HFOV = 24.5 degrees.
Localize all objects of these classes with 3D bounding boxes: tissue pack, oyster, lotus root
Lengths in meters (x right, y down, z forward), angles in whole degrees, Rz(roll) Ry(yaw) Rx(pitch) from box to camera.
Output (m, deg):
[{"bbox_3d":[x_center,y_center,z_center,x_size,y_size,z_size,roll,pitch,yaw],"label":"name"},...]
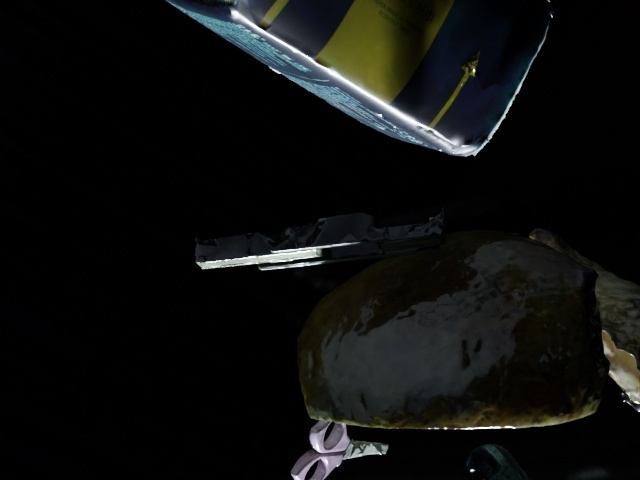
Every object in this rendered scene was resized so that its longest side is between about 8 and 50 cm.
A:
[{"bbox_3d":[0.031,-0.301,1.766,0.264,0.417,0.253,28,-88,54],"label":"tissue pack"},{"bbox_3d":[0.366,0.119,1.767,0.337,0.198,0.133,37,-105,26],"label":"oyster"},{"bbox_3d":[0.114,0.094,1.454,0.314,0.142,0.210,-16,-102,37],"label":"lotus root"}]

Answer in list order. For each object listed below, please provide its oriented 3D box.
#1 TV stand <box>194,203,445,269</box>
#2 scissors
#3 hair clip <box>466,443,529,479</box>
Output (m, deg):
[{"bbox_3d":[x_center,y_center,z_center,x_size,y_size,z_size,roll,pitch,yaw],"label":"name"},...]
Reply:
[{"bbox_3d":[0.000,0.000,1.440,0.249,0.042,0.036,-6,-117,11],"label":"TV stand"},{"bbox_3d":[0.034,0.251,1.759,0.021,0.212,0.110,28,-82,31],"label":"scissors"},{"bbox_3d":[0.237,0.378,1.606,0.194,0.206,0.310,-37,-127,-19],"label":"hair clip"}]
